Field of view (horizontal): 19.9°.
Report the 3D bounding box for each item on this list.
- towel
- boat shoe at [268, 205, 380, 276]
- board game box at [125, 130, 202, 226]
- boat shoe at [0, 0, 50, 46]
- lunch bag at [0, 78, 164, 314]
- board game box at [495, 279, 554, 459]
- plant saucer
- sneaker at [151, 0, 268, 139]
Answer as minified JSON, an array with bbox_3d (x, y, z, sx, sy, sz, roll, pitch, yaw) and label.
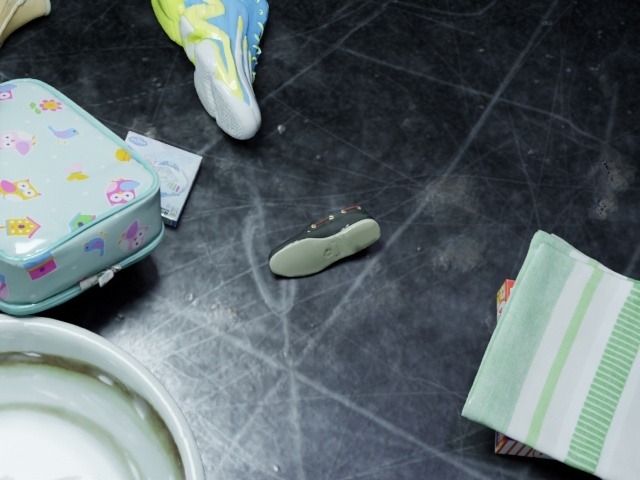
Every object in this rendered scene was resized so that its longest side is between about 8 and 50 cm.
[{"bbox_3d":[0.343,0.151,1.979,0.324,0.038,0.248,25,62,0],"label":"towel"},{"bbox_3d":[0.000,0.001,2.043,0.133,0.049,0.042,-23,41,-13],"label":"boat shoe"},{"bbox_3d":[-0.190,-0.069,2.055,0.090,0.020,0.090,20,62,1],"label":"board game box"},{"bbox_3d":[-0.347,-0.279,2.112,0.072,0.068,0.190,24,61,-11],"label":"boat shoe"},{"bbox_3d":[-0.304,-0.051,1.934,0.224,0.108,0.279,-28,51,-31],"label":"lunch bag"},{"bbox_3d":[0.268,0.147,2.013,0.146,0.045,0.193,7,62,-8],"label":"board game box"},{"bbox_3d":[-0.315,0.272,1.812,0.400,0.100,0.400,4,62,-8],"label":"plant saucer"},{"bbox_3d":[-0.098,-0.232,2.116,0.126,0.091,0.240,-21,68,-20],"label":"sneaker"}]
